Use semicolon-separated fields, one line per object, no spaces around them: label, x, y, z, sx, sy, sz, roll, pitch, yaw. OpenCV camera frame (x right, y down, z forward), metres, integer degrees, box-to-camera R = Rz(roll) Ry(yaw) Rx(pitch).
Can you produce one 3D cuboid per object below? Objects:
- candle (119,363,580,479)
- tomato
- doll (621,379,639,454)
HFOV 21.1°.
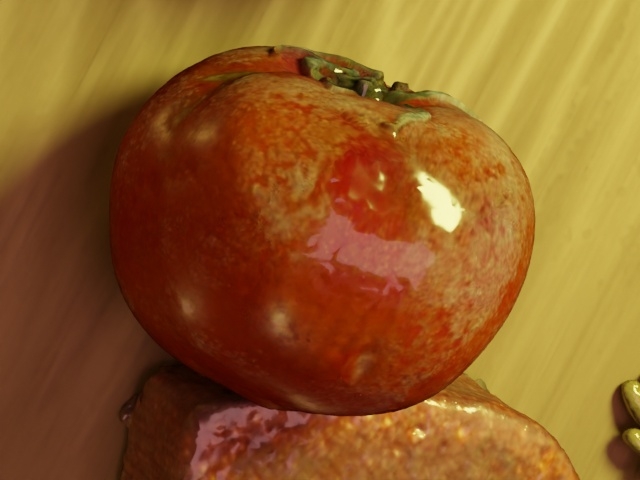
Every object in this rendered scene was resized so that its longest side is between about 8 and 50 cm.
candle;0.003;0.185;1.038;0.317;0.131;0.287;-41;116;-14
tomato;0.002;0.002;0.936;0.232;0.232;0.188;7;108;-29
doll;0.244;0.138;1.194;0.062;0.051;0.093;-22;112;-14
